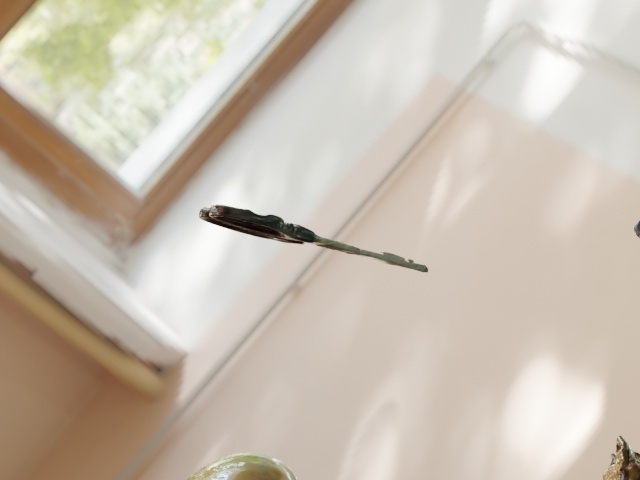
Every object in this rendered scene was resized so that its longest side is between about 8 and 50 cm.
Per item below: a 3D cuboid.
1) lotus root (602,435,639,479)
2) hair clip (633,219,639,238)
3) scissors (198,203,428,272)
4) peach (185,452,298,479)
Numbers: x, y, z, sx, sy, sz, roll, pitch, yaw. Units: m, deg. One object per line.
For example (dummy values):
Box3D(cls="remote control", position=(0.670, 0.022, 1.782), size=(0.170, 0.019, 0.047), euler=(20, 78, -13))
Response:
Box3D(cls="lotus root", position=(0.292, 0.248, 1.121), size=(0.257, 0.140, 0.154), euler=(32, 23, 11))
Box3D(cls="hair clip", position=(0.557, 0.016, 2.150), size=(0.275, 0.083, 0.048), euler=(24, 41, -15))
Box3D(cls="scissors", position=(0.000, 0.000, 1.938), size=(0.300, 0.022, 0.109), euler=(14, -8, -22))
Box3D(cls="peach", position=(-0.102, 0.372, 1.907), size=(0.232, 0.232, 0.232), euler=(41, -2, 2))
